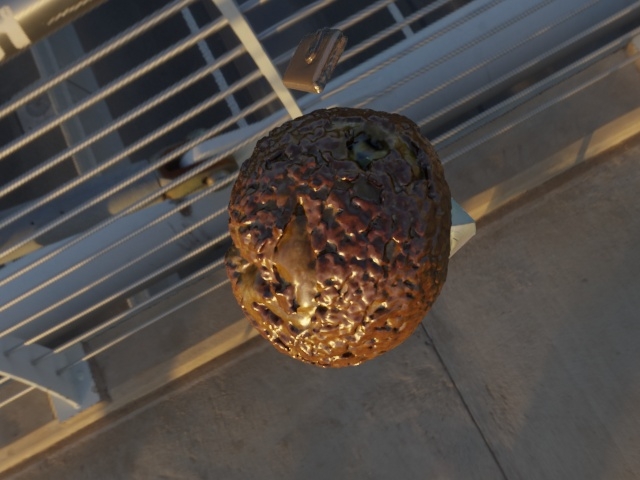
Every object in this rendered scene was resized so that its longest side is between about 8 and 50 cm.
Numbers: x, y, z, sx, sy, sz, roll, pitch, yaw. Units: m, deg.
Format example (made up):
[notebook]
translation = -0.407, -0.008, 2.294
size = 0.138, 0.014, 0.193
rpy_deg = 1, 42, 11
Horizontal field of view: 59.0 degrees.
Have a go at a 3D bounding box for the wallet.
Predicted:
[wallet]
translation = -0.014, -0.321, 1.006
size = 0.118, 0.038, 0.152
rpy_deg = -63, 29, 3

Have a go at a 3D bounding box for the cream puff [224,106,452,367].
[cream puff]
translation = 0.000, 0.000, 0.641
size = 0.212, 0.303, 0.303
rpy_deg = -9, 72, -29

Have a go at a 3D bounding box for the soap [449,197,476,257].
[soap]
translation = 0.166, 0.028, 1.104
size = 0.289, 0.173, 0.095
rpy_deg = -42, 64, -1
